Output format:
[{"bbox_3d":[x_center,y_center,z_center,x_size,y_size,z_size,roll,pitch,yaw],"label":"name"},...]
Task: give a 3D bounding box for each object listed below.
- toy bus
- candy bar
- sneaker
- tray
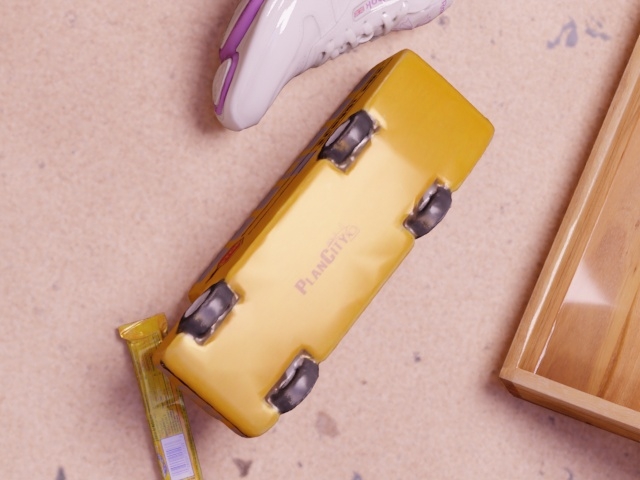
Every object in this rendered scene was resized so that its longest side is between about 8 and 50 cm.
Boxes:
[{"bbox_3d":[0.000,0.000,1.205,0.108,0.130,0.333,42,74,-12],"label":"toy bus"},{"bbox_3d":[-0.126,0.141,1.210,0.040,0.018,0.161,-14,90,-16],"label":"candy bar"},{"bbox_3d":[0.027,-0.203,1.240,0.152,0.114,0.305,36,75,-11],"label":"sneaker"},{"bbox_3d":[0.329,-0.026,1.295,0.203,0.076,0.411,19,78,24],"label":"tray"}]
